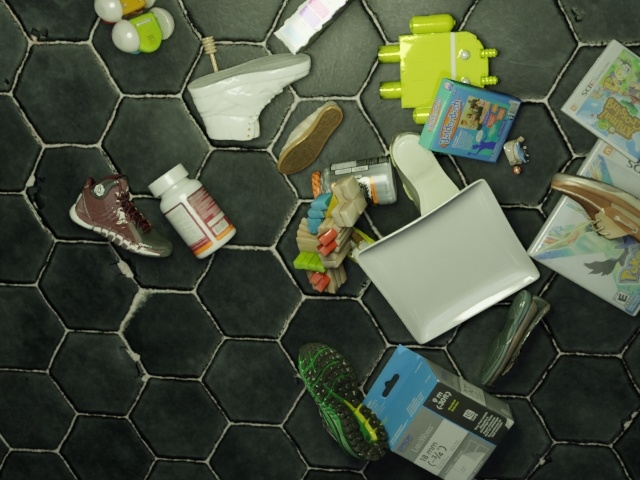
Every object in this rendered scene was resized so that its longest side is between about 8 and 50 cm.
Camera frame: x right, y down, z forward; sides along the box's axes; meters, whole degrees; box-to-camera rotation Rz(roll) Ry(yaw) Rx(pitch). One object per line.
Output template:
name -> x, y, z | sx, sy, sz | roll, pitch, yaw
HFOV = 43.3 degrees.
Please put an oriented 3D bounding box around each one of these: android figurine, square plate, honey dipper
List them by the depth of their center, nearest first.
android figurine -> 0.269, -0.393, 1.856 | 0.273, 0.056, 0.248 | 0, 107, 9
honey dipper -> -0.248, -0.407, 1.930 | 0.031, 0.030, 0.160 | -12, 108, 10
square plate -> 0.306, 0.054, 1.934 | 0.347, 0.049, 0.344 | -32, 121, 10

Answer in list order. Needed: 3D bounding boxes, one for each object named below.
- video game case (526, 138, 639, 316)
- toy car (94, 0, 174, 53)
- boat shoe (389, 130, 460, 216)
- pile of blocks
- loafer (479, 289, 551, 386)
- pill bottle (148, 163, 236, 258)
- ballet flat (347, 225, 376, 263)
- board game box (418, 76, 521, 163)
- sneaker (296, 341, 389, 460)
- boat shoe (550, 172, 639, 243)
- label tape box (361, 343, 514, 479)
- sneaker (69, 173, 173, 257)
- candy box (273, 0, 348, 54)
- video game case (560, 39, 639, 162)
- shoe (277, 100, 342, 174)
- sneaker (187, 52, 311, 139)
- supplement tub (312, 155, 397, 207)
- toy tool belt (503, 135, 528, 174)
video game case -> 0.700, -0.032, 1.894 | 0.300, 0.036, 0.328 | 30, 99, -2
toy car -> -0.446, -0.514, 1.875 | 0.136, 0.159, 0.182 | -16, 108, 47
boat shoe -> 0.258, -0.128, 1.915 | 0.109, 0.091, 0.305 | -30, 111, 5
pile of blocks -> 0.000, 0.000, 1.894 | 0.149, 0.112, 0.362 | 26, 136, 12
loafer -> 0.486, 0.256, 2.008 | 0.084, 0.096, 0.267 | 21, 106, -6
pill bottle -> -0.318, -0.073, 1.990 | 0.121, 0.121, 0.221 | -33, 100, 15
ballet flat -> 0.075, 0.003, 1.987 | 0.231, 0.077, 0.077 | 43, 106, -7
board game box -> 0.339, -0.269, 1.828 | 0.210, 0.047, 0.160 | 7, 113, -33
sneaker -> 0.031, 0.425, 2.093 | 0.343, 0.134, 0.146 | 61, 146, 3
boat shoe -> 0.665, -0.056, 1.816 | 0.325, 0.123, 0.116 | 24, 100, 0
label tape box -> 0.290, 0.459, 2.085 | 0.334, 0.106, 0.240 | 29, 107, -2
sneaker -> -0.482, -0.074, 2.022 | 0.282, 0.106, 0.162 | 24, 105, 0
candy box -> -0.001, -0.510, 1.795 | 0.070, 0.165, 0.196 | 45, 106, -7
video game case -> 0.688, -0.314, 1.824 | 0.212, 0.023, 0.193 | 35, 98, -3
shoe -> -0.028, -0.248, 1.941 | 0.077, 0.058, 0.219 | 29, 116, -35
sneaker -> -0.148, -0.333, 1.913 | 0.293, 0.108, 0.169 | -15, 121, 5
supplement tub -> 0.082, -0.132, 1.925 | 0.191, 0.117, 0.116 | -9, 105, 10
toy tool belt -> 0.466, -0.199, 1.891 | 0.051, 0.052, 0.083 | -21, 104, 21
